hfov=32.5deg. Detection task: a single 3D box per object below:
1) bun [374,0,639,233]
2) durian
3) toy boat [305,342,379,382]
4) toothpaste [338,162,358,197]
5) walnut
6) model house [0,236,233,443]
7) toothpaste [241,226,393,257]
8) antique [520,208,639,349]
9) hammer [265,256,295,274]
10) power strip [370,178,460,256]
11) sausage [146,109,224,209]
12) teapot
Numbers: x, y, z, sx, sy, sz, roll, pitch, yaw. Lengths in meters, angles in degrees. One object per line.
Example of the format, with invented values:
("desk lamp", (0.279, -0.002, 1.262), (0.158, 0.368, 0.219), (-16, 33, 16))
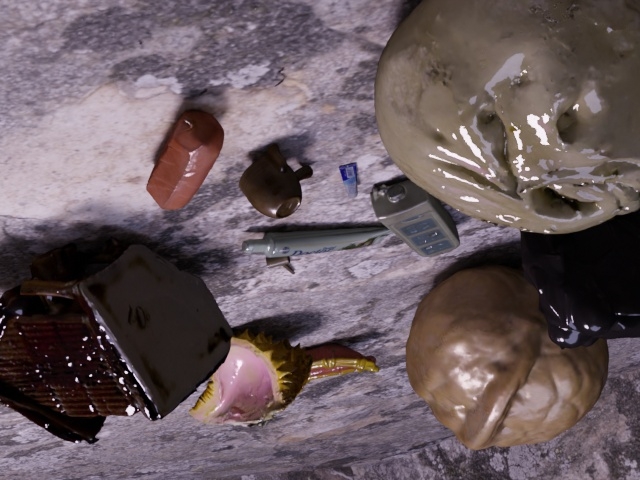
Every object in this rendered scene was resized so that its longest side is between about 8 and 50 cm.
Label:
("bun", (0.218, -0.138, 1.113), (0.326, 0.234, 0.362), (-10, 155, 12))
("durian", (-0.113, 0.253, 2.122), (0.196, 0.185, 0.305), (-21, 174, -40))
("toy boat", (-0.028, 0.282, 2.314), (0.318, 0.099, 0.141), (-22, 162, 18))
("toothpaste", (0.041, -0.081, 1.475), (0.024, 0.015, 0.083), (-12, 155, 3))
("walnut", (0.330, 0.208, 1.982), (0.381, 0.381, 0.381), (-11, 160, -4))
("model house", (-0.339, 0.123, 1.594), (0.283, 0.297, 0.317), (-9, -162, 25))
("toothpaste", (0.000, 0.000, 1.646), (0.255, 0.037, 0.067), (-5, 159, -30))
("antique", (0.435, 0.035, 1.676), (0.322, 0.255, 0.185), (4, 157, -33))
("hammer", (-0.057, 0.040, 1.751), (0.035, 0.019, 0.110), (-15, 166, 8))
("power strip", (0.148, -0.029, 1.636), (0.080, 0.048, 0.286), (-16, 161, 14))
("sausage", (-0.152, -0.097, 1.254), (0.065, 0.065, 0.169), (-3, 158, -24))
("teapot", (-0.042, -0.077, 1.368), (0.110, 0.080, 0.085), (-13, 145, -42))
